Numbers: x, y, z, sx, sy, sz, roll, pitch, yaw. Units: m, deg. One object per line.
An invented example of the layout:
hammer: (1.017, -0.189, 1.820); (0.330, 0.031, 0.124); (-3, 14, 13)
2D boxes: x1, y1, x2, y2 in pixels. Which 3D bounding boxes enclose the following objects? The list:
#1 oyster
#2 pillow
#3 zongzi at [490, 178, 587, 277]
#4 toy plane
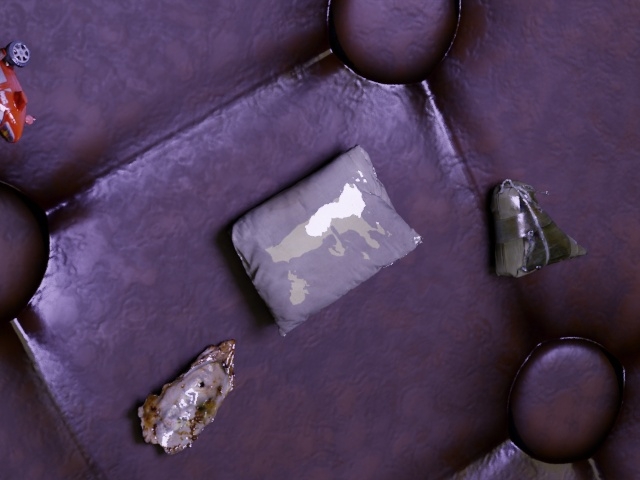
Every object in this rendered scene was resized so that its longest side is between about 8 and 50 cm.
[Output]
oyster: (-0.132, 0.163, 1.871); (0.132, 0.029, 0.086); (-29, 117, -17)
pillow: (0.000, 0.000, 1.863); (0.181, 0.078, 0.134); (-34, 109, -9)
zongzi: (0.241, -0.023, 1.972); (0.119, 0.055, 0.109); (-16, 106, -31)
toy plane: (-0.333, -0.181, 1.695); (0.077, 0.126, 0.194); (-23, 74, -48)
